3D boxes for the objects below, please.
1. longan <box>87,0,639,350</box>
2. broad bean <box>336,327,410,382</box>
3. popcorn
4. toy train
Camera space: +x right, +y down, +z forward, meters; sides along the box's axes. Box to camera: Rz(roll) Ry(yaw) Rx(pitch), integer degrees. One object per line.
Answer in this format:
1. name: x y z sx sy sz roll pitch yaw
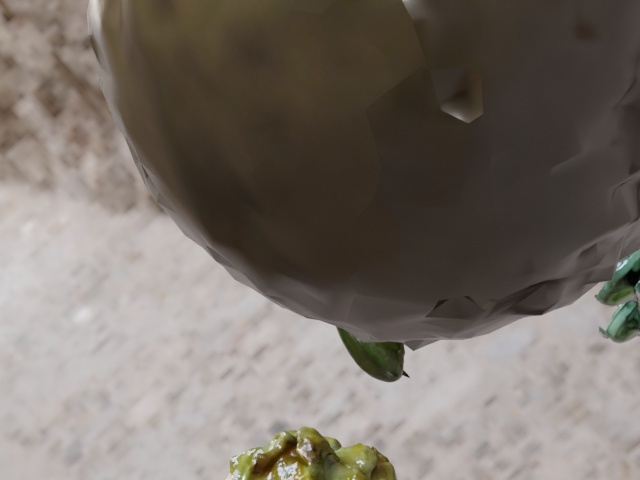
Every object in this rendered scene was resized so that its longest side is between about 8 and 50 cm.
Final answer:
1. longan: 0.063 -0.138 1.015 0.391 0.391 0.391 -34 21 16
2. broad bean: 0.000 0.001 1.514 0.052 0.256 0.053 -23 -6 -33
3. popcorn: -0.009 0.324 2.281 0.221 0.183 0.204 -9 68 36
4. toy train: 0.288 0.026 1.406 0.157 0.105 0.253 -48 -19 -4
